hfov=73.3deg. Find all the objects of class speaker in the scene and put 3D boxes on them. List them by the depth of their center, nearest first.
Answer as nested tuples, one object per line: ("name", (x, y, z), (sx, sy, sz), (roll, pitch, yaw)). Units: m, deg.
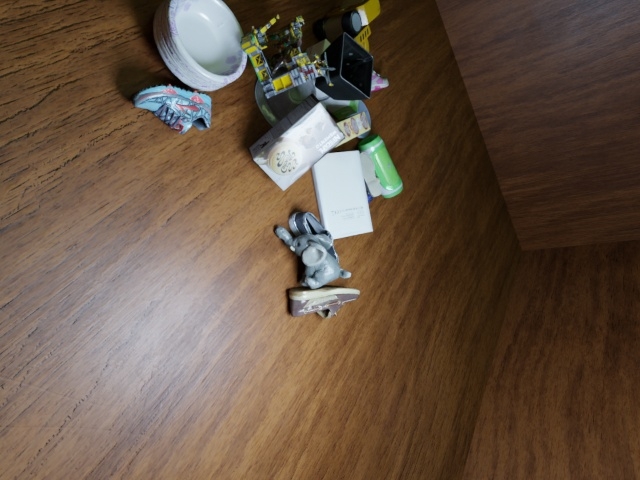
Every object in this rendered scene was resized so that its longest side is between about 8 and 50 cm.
("speaker", (0.292, -0.358, 2.087), (0.297, 0.131, 0.131), (59, 45, -24))

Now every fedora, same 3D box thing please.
("fedora", (-0.110, -0.564, 1.653), (0.275, 0.124, 0.244), (-46, 117, -43))

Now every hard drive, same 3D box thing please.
("hard drive", (0.090, -0.194, 1.824), (0.232, 0.047, 0.354), (-11, 93, -28))

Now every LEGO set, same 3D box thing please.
("LEGO set", (-0.083, -0.627, 1.436), (0.331, 0.192, 0.255), (-34, 111, -51))

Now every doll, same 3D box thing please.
("doll", (0.231, -0.210, 2.011), (0.129, 0.046, 0.189), (83, 27, -77))

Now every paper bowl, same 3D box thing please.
("paper bowl", (-0.378, -0.607, 1.329), (0.284, 0.148, 0.285), (13, 73, -48))

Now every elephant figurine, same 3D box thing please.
("elephant figurine", (-0.030, 0.044, 1.581), (0.185, 0.169, 0.240), (-23, 112, -22))

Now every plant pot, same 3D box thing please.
("plant pot", (0.083, -0.655, 1.690), (0.187, 0.166, 0.188), (17, 73, -45))

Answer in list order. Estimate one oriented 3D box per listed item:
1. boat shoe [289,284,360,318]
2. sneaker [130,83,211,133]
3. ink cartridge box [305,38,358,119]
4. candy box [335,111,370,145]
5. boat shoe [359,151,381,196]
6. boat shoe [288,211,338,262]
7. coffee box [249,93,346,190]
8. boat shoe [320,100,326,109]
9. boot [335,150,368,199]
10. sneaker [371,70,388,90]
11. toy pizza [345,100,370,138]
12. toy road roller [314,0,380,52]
("boat shoe", (0.018, 0.241, 1.670), (0.341, 0.123, 0.123), (2, 90, -46))
("sneaker", (-0.423, -0.381, 1.269), (0.261, 0.104, 0.125), (-11, 93, -50))
("ink cartridge box", (0.051, -0.693, 1.871), (0.272, 0.114, 0.199), (29, 62, -43))
("candy box", (0.047, -0.432, 1.766), (0.316, 0.182, 0.088), (-37, 111, -46))
("boat shoe", (0.210, -0.289, 1.918), (0.075, 0.065, 0.206), (-18, 87, -15))
("boat shoe", (0.000, 0.000, 1.694), (0.301, 0.102, 0.108), (53, 47, -29))
("coffee box", (-0.080, -0.345, 1.515), (0.168, 0.297, 0.119), (46, 10, -35))
("boat shoe", (-0.016, -0.543, 1.826), (0.049, 0.042, 0.133), (37, 54, -15))
("boot", (0.120, -0.253, 1.920), (0.206, 0.090, 0.249), (27, 64, -30))
("sneaker", (0.254, -0.799, 2.139), (0.252, 0.102, 0.111), (-33, 110, -48))
("toy pizza", (0.173, -0.586, 2.060), (0.201, 0.032, 0.202), (12, 74, -47))
("toy road roller", (0.142, -0.944, 1.972), (0.330, 0.202, 0.241), (-56, 136, -33))
